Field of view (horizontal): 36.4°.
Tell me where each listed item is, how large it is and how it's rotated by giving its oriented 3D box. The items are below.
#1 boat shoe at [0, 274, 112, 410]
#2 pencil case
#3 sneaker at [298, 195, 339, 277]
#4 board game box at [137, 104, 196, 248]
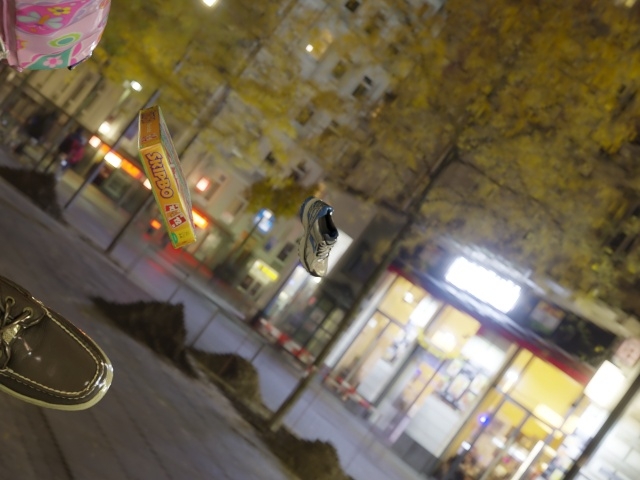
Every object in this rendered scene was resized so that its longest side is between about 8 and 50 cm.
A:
[{"bbox_3d":[-0.280,0.069,0.819,0.223,0.080,0.073,31,-18,7],"label":"boat shoe"},{"bbox_3d":[-0.233,-0.225,0.803,0.124,0.124,0.284,38,-15,-9],"label":"pencil case"},{"bbox_3d":[0.000,0.000,1.544,0.058,0.052,0.135,18,-59,42],"label":"sneaker"},{"bbox_3d":[-0.194,-0.089,1.220,0.259,0.039,0.124,-125,-164,-69],"label":"board game box"}]
